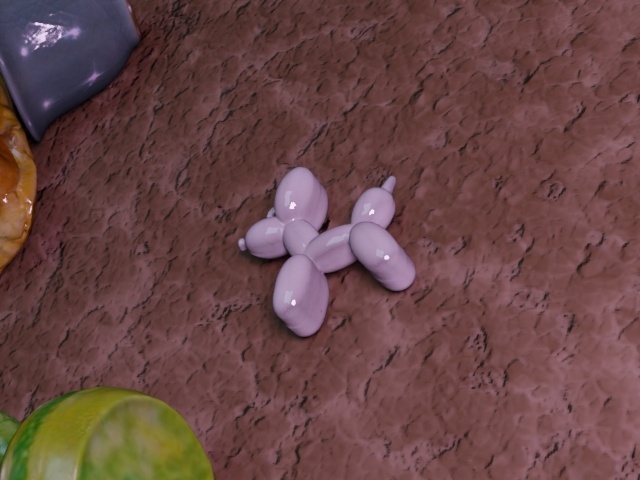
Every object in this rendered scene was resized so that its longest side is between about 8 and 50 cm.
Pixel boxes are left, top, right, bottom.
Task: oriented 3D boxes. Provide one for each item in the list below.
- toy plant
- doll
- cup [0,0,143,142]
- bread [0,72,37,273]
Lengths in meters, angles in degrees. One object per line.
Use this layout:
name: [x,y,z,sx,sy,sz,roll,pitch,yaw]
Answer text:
toy plant: [-0.251,0.230,1.419,0.315,0.184,0.224,-19,65,37]
doll: [0.000,0.000,1.486,0.161,0.059,0.160,-26,45,18]
cup: [-0.270,-0.220,1.796,0.150,0.199,0.199,-22,44,-5]
bread: [-0.400,-0.095,1.790,0.195,0.149,0.344,-40,41,12]
